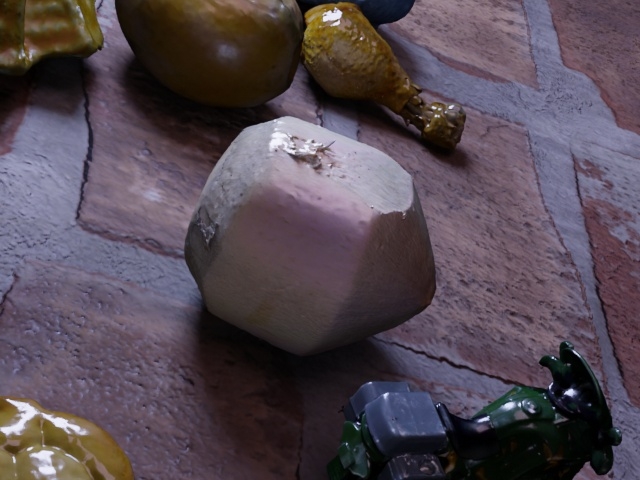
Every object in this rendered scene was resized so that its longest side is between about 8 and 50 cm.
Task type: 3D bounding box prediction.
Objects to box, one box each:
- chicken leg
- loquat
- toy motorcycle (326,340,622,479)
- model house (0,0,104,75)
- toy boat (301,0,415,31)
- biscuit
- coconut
[{"bbox_3d":[0.077,-0.201,1.531,0.251,0.107,0.087,35,20,-3],"label":"chicken leg"},{"bbox_3d":[-0.128,-0.247,1.397,0.227,0.179,0.179,24,37,0],"label":"loquat"},{"bbox_3d":[0.146,0.171,1.063,0.275,0.187,0.124,2,44,-27],"label":"toy motorcycle"},{"bbox_3d":[-0.335,-0.269,1.289,0.268,0.173,0.239,13,46,-30],"label":"model house"},{"bbox_3d":[-0.037,-0.347,1.616,0.330,0.123,0.215,11,12,-10],"label":"toy boat"},{"bbox_3d":[-0.226,0.216,0.904,0.203,0.041,0.260,10,39,-22],"label":"biscuit"},{"bbox_3d":[0.000,0.000,1.156,0.234,0.224,0.224,18,37,7],"label":"coconut"}]
